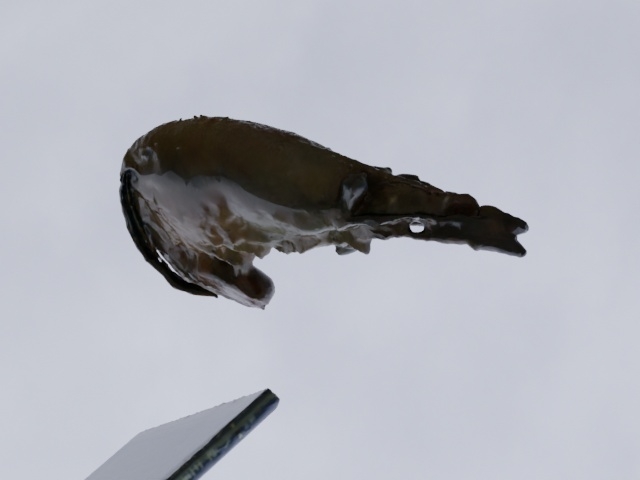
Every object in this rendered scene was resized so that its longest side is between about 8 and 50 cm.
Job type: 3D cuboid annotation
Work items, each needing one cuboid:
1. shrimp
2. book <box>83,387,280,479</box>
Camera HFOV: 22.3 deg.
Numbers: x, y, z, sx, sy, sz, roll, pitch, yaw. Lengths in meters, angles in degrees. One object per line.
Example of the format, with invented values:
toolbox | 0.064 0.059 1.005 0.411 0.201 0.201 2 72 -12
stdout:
shrimp | 0.004 -0.009 0.900 0.262 0.117 0.066 15 -136 29
book | -0.172 0.192 0.825 0.322 0.018 0.228 -40 -175 -25
